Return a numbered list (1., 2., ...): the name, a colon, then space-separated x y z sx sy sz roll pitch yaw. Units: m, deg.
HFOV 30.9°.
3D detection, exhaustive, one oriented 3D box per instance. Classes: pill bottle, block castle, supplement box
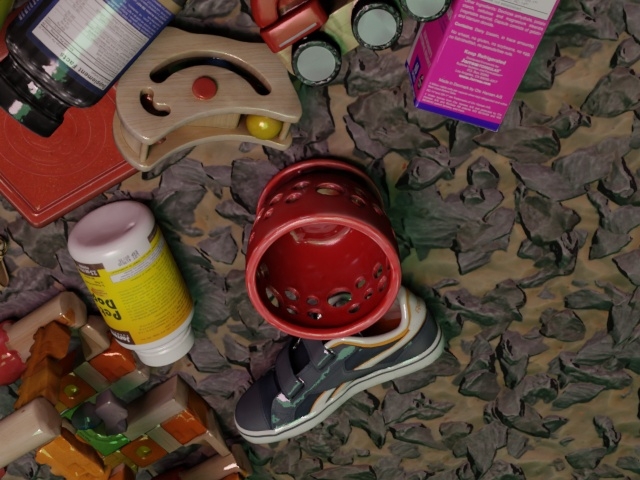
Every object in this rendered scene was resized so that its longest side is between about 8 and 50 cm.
1. pill bottle: -0.240 0.062 1.522 0.117 0.117 0.215 -15 125 7
2. block castle: -0.304 0.316 1.590 0.213 0.303 0.453 -31 121 19
3. pill bottle: -0.251 -0.219 1.220 0.219 0.123 0.123 -47 117 6
4. supplement box: 0.190 -0.255 1.325 0.114 0.111 0.220 15 123 -13

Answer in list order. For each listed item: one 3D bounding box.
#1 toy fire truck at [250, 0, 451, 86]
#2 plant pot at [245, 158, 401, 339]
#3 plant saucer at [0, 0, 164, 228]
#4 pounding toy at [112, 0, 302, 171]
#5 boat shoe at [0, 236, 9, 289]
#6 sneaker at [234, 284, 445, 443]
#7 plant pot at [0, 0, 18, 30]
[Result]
1. toy fire truck: 0.003 -0.314 1.249 0.217 0.158 0.246 -28 118 17
2. plant pot: 0.000 0.000 1.458 0.191 0.174 0.191 -2 127 -3
3. plant saucer: -0.332 -0.145 1.411 0.259 0.048 0.258 -28 123 16
4. pounding toy: -0.152 -0.174 1.306 0.269 0.154 0.155 8 154 -10
5. boat shoe: -0.436 0.011 1.514 0.045 0.050 0.135 -11 126 11
6. sneaker: 0.006 0.160 1.608 0.321 0.126 0.127 -29 128 4
7. plant pot: -0.461 -0.249 1.201 0.228 0.227 0.207 -17 134 31
